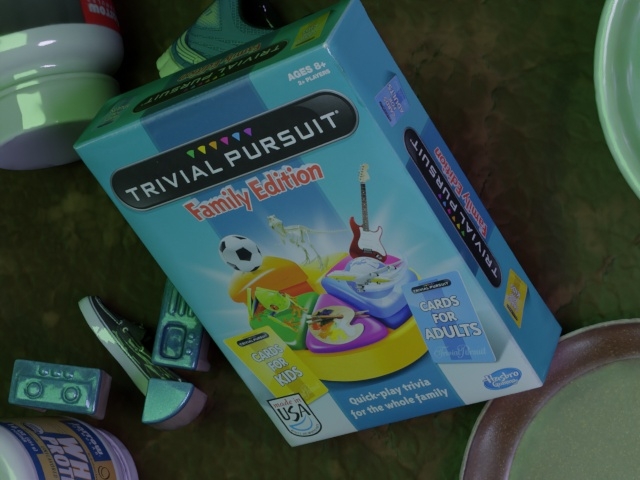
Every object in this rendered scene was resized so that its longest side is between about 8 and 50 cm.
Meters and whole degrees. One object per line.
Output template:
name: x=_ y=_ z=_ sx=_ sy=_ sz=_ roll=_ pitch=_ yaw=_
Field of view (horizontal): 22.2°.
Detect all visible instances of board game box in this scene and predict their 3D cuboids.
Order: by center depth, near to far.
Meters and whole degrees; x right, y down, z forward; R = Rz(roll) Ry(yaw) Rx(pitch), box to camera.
board game box: x=0.000 y=0.000 z=1.309 sx=0.254 sy=0.079 sz=0.336 roll=-19 pitch=118 yaw=33

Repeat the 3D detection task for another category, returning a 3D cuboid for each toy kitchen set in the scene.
toy kitchen set: x=-0.182 y=0.055 z=1.455 sx=0.166 sy=0.122 sz=0.207 roll=7 pitch=77 yaw=10

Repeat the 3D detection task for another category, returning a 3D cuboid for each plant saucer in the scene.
plant saucer: x=0.263 y=0.219 z=1.310 sx=0.311 sy=0.050 sz=0.310 roll=-3 pitch=83 yaw=25

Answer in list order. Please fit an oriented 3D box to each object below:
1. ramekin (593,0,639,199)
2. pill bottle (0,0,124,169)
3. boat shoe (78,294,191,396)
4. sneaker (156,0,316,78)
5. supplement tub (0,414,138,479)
ramekin: x=0.370 y=-0.130 z=1.214 sx=0.303 sy=0.148 sz=0.303 roll=3 pitch=96 yaw=26
pill bottle: x=-0.277 y=-0.222 z=1.543 sx=0.161 sy=0.161 sz=0.283 roll=-20 pitch=77 yaw=22
boat shoe: x=-0.173 y=0.101 z=1.531 sx=0.040 sy=0.049 sz=0.142 roll=-40 pitch=72 yaw=-1
sneaker: x=0.004 y=-0.121 z=1.420 sx=0.330 sy=0.130 sz=0.147 roll=39 pitch=104 yaw=23
supplement tub: x=-0.268 y=0.230 z=1.475 sx=0.144 sy=0.200 sz=0.144 roll=-2 pitch=85 yaw=25
